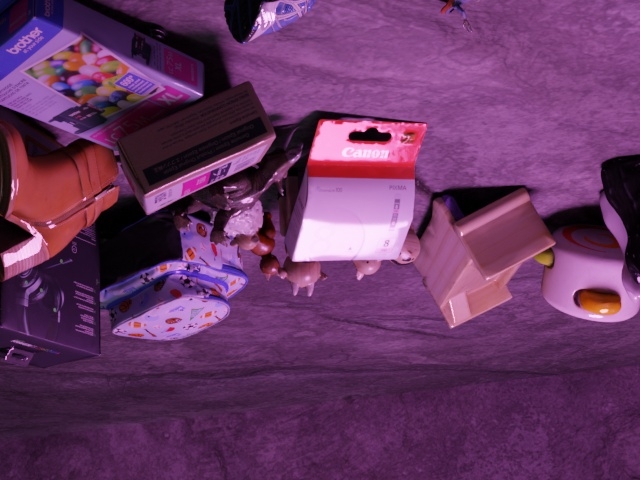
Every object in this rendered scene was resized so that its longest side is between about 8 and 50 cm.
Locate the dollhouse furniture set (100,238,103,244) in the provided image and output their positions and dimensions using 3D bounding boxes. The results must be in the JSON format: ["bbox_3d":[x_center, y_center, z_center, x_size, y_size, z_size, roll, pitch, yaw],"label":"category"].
[{"bbox_3d":[-0.545,0.088,2.378,0.262,0.135,0.259,1,160,-15],"label":"dollhouse furniture set"}]

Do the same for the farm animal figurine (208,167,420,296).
[{"bbox_3d":[0.000,0.000,2.165,0.330,0.172,0.327,-6,161,6],"label":"farm animal figurine"}]

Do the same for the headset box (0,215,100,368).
[{"bbox_3d":[-0.486,0.064,2.093,0.131,0.283,0.246,-14,159,26],"label":"headset box"}]

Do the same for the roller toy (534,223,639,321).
[{"bbox_3d":[0.515,0.066,2.378,0.191,0.146,0.209,-9,-154,-37],"label":"roller toy"}]

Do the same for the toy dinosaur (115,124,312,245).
[{"bbox_3d":[-0.173,-0.089,1.936,0.313,0.160,0.121,5,129,19],"label":"toy dinosaur"}]

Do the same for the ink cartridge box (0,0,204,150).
[{"bbox_3d":[-0.321,-0.217,1.586,0.186,0.065,0.311,-27,144,37],"label":"ink cartridge box"}]

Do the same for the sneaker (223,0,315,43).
[{"bbox_3d":[-0.040,-0.303,1.456,0.081,0.080,0.211,-18,171,-31],"label":"sneaker"}]

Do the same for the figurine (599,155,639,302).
[{"bbox_3d":[0.537,-0.009,2.182,0.092,0.209,0.215,-6,161,9],"label":"figurine"}]

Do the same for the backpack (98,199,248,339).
[{"bbox_3d":[-0.260,0.059,2.265,0.276,0.213,0.263,-21,166,34],"label":"backpack"}]

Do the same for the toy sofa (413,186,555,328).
[{"bbox_3d":[0.291,0.017,2.361,0.150,0.177,0.362,-26,165,-13],"label":"toy sofa"}]

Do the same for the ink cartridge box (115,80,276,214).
[{"bbox_3d":[-0.172,-0.122,1.737,0.193,0.088,0.235,-27,179,-8],"label":"ink cartridge box"}]

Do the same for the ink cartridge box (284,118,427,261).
[{"bbox_3d":[0.060,-0.072,1.955,0.189,0.066,0.232,0,133,-23],"label":"ink cartridge box"}]

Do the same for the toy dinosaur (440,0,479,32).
[{"bbox_3d":[0.173,-0.303,1.555,0.082,0.047,0.090,-9,129,43],"label":"toy dinosaur"}]

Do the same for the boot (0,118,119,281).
[{"bbox_3d":[-0.362,-0.090,1.711,0.220,0.109,0.283,-38,146,-34],"label":"boot"}]

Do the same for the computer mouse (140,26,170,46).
[{"bbox_3d":[-0.260,-0.222,1.696,0.071,0.041,0.242,12,150,-28],"label":"computer mouse"}]

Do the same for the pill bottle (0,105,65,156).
[{"bbox_3d":[-0.456,-0.114,1.803,0.136,0.136,0.246,-10,160,18],"label":"pill bottle"}]
